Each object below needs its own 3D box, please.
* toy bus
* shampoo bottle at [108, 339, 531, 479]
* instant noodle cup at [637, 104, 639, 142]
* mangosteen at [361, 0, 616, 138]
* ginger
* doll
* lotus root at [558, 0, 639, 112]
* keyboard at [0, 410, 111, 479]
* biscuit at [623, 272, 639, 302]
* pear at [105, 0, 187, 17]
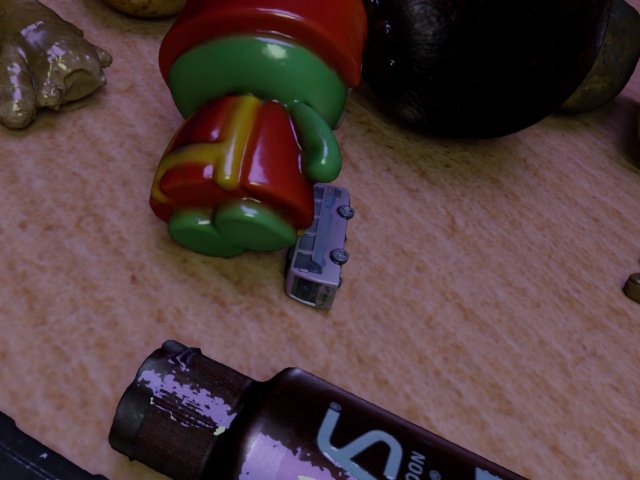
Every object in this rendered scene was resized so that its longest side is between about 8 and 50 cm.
[{"bbox_3d":[0.000,0.000,0.531,0.052,0.037,0.131,14,42,-3],"label":"toy bus"},{"bbox_3d":[0.037,0.158,0.348,0.322,0.084,0.129,26,40,8],"label":"shampoo bottle"},{"bbox_3d":[0.562,-0.202,0.760,0.325,0.326,0.254,32,54,13],"label":"instant noodle cup"},{"bbox_3d":[0.192,-0.279,0.679,0.346,0.307,0.307,-27,58,-18],"label":"mangosteen"},{"bbox_3d":[-0.284,-0.197,0.602,0.115,0.081,0.206,-28,63,-2],"label":"ginger"},{"bbox_3d":[-0.049,-0.164,0.532,0.160,0.182,0.363,42,51,-40],"label":"doll"},{"bbox_3d":[0.378,-0.277,0.867,0.160,0.152,0.275,37,46,13],"label":"lotus root"},{"bbox_3d":[-0.180,0.155,0.323,0.262,0.016,0.106,27,43,9],"label":"keyboard"},{"bbox_3d":[0.415,0.068,0.611,0.215,0.034,0.182,15,42,-5],"label":"biscuit"},{"bbox_3d":[-0.218,-0.363,0.741,0.177,0.178,0.178,10,43,-10],"label":"pear"}]
